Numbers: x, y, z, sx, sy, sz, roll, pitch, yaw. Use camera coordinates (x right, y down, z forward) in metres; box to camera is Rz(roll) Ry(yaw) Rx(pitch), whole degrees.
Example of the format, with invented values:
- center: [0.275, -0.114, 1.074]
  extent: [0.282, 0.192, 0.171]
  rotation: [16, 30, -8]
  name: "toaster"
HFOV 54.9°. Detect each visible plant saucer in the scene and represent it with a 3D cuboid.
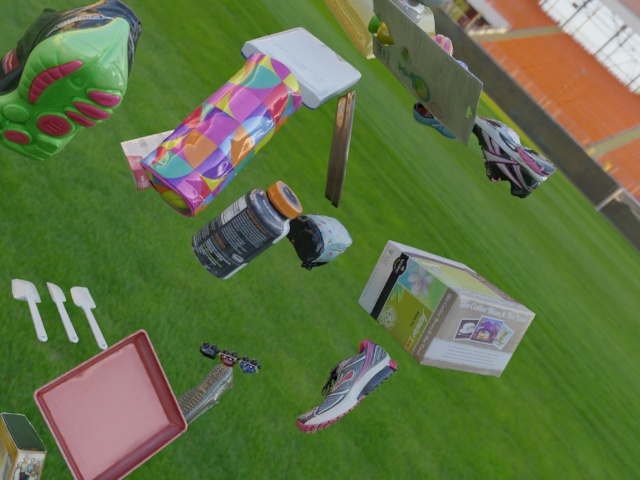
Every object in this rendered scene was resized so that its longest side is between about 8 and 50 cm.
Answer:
- center: [0.043, -0.216, 1.451]
  extent: [0.041, 0.277, 0.278]
  rotation: [8, 26, 0]
  name: "plant saucer"
- center: [0.133, -0.616, 1.517]
  extent: [0.333, 0.081, 0.332]
  rotation: [-25, 80, -47]
  name: "plant saucer"
- center: [-0.436, 0.358, 1.292]
  extent: [0.258, 0.048, 0.259]
  rotation: [-31, 106, -41]
  name: "plant saucer"

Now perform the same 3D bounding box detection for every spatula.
- center: [-0.543, 0.151, 1.285]
  extent: [0.168, 0.019, 0.242]
  rotation: [18, 17, -40]
  name: "spatula"

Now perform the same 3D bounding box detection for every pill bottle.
- center: [-0.159, -0.029, 1.379]
  extent: [0.130, 0.246, 0.130]
  rotation: [48, 17, -20]
  name: "pill bottle"

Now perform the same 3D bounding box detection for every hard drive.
- center: [-0.035, -0.424, 1.492]
  extent: [0.210, 0.040, 0.318]
  rotation: [38, 31, 1]
  name: "hard drive"

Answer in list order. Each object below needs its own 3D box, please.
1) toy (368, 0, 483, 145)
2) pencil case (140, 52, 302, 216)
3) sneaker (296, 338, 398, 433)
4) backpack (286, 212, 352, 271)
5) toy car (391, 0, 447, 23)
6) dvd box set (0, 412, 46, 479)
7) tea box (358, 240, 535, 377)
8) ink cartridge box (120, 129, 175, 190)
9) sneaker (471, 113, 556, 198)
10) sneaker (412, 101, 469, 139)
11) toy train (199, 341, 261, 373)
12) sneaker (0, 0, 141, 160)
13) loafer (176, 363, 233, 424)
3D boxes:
- center: [0.164, -0.267, 0.916]
  extent: [0.237, 0.056, 0.137]
  rotation: [48, -15, 24]
  name: "toy"
- center: [-0.125, -0.140, 0.800]
  extent: [0.104, 0.236, 0.104]
  rotation: [35, -20, 15]
  name: "pencil case"
- center: [0.053, 0.370, 1.545]
  extent: [0.299, 0.121, 0.112]
  rotation: [-35, 77, -28]
  name: "sneaker"
- center: [0.000, 0.000, 1.674]
  extent: [0.182, 0.115, 0.151]
  rotation: [9, 52, -58]
  name: "backpack"
- center: [0.153, -0.483, 1.089]
  extent: [0.136, 0.182, 0.159]
  rotation: [17, 71, -29]
  name: "toy car"
- center: [-0.698, 0.617, 1.326]
  extent: [0.062, 0.420, 0.308]
  rotation: [17, -9, -33]
  name: "dvd box set"
- center: [0.346, 0.191, 1.729]
  extent: [0.329, 0.219, 0.323]
  rotation: [16, 15, -34]
  name: "tea box"
- center: [-0.495, -0.260, 1.941]
  extent: [0.218, 0.092, 0.158]
  rotation: [-19, 48, -17]
  name: "ink cartridge box"
- center: [0.285, -0.135, 0.989]
  extent: [0.072, 0.077, 0.178]
  rotation: [8, 36, -35]
  name: "sneaker"
- center: [0.289, -0.289, 1.472]
  extent: [0.162, 0.063, 0.073]
  rotation: [22, -2, 21]
  name: "sneaker"
- center: [-0.212, 0.276, 1.435]
  extent: [0.158, 0.027, 0.036]
  rotation: [16, 54, 16]
  name: "toy train"
- center: [-0.462, -0.273, 1.061]
  extent: [0.185, 0.483, 0.202]
  rotation: [47, 51, -39]
  name: "sneaker"
- center: [-0.355, 0.491, 1.894]
  extent: [0.094, 0.251, 0.087]
  rotation: [16, -45, 44]
  name: "loafer"
